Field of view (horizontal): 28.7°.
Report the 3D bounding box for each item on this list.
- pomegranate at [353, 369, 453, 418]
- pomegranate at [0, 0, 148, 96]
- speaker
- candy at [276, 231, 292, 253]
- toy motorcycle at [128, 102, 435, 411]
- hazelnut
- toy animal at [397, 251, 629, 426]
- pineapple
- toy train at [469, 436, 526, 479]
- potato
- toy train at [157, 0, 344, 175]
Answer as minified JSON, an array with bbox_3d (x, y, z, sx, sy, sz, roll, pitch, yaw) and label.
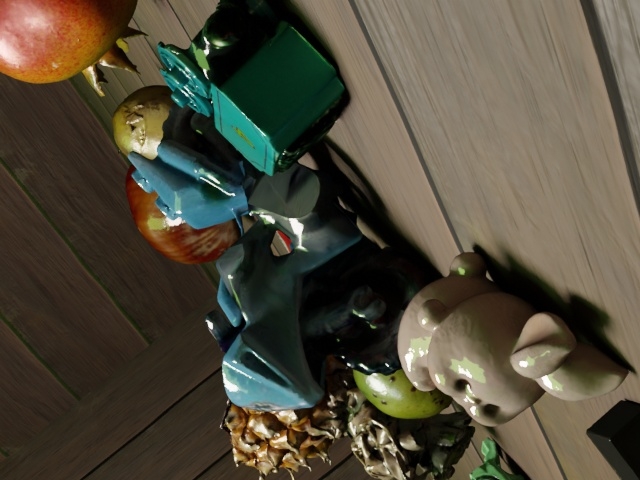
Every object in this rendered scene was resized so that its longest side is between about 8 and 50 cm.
[{"bbox_3d":[0.098,0.128,1.350,0.130,0.130,0.130,50,172,10],"label":"pomegranate"},{"bbox_3d":[-0.308,-0.278,1.435,0.257,0.221,0.221,51,173,-31],"label":"pomegranate"},{"bbox_3d":[0.277,0.208,0.941,0.191,0.040,0.046,53,171,-7],"label":"speaker"},{"bbox_3d":[-0.001,0.000,1.491,0.086,0.059,0.292,57,169,-24],"label":"candy"},{"bbox_3d":[-0.066,0.012,1.292,0.416,0.232,0.172,48,-178,27],"label":"toy motorcycle"},{"bbox_3d":[-0.224,-0.061,2.121,0.212,0.180,0.181,58,-162,-32],"label":"hazelnut"},{"bbox_3d":[0.133,0.090,0.961,0.124,0.124,0.212,54,175,-17],"label":"toy animal"},{"bbox_3d":[0.056,0.225,1.576,0.271,0.263,0.262,19,156,27],"label":"pineapple"},{"bbox_3d":[0.238,0.329,1.558,0.149,0.081,0.099,40,167,29],"label":"toy train"},{"bbox_3d":[-0.207,-0.148,1.765,0.176,0.137,0.137,32,179,-21],"label":"potato"},{"bbox_3d":[-0.059,-0.138,1.083,0.154,0.107,0.198,44,172,1],"label":"toy train"}]
